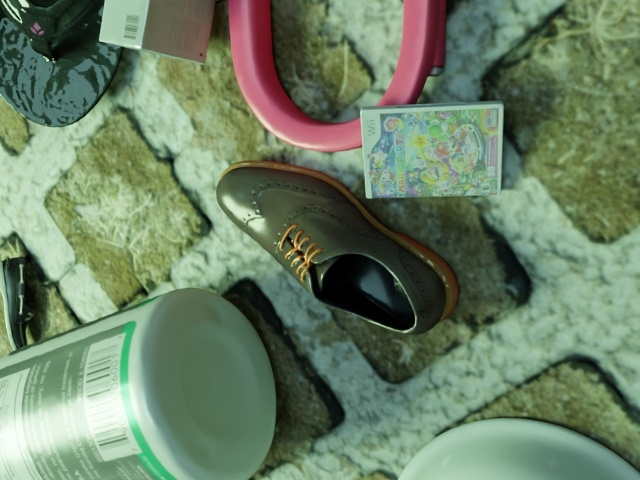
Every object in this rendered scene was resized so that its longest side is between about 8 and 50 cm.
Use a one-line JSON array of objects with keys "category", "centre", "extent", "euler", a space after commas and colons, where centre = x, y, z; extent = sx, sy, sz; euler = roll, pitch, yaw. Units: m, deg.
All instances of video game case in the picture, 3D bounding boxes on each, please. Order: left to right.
[{"category": "video game case", "centre": [0.099, -0.079, 0.660], "extent": [0.122, 0.011, 0.087], "euler": [-1, 121, 9]}]

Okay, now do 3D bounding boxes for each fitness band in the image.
[{"category": "fitness band", "centre": [0.011, -0.228, 0.690], "extent": [0.209, 0.054, 0.290], "euler": [4, 101, 28]}]

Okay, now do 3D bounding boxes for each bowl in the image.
[{"category": "bowl", "centre": [0.175, 0.324, 0.671], "extent": [0.298, 0.134, 0.297], "euler": [5, 102, 26]}]

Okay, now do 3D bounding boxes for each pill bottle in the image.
[{"category": "pill bottle", "centre": [-0.246, 0.193, 0.810], "extent": [0.361, 0.204, 0.204], "euler": [-20, 91, 28]}]

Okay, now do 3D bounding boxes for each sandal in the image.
[{"category": "sandal", "centre": [-0.266, -0.330, 0.738], "extent": [0.168, 0.107, 0.445], "euler": [12, 107, -7]}]

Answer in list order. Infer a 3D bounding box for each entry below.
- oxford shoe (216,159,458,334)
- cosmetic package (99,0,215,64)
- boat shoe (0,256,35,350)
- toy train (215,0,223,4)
[{"category": "oxford shoe", "centre": [0.000, 0.000, 0.710], "extent": [0.271, 0.098, 0.097], "euler": [28, 111, 19]}, {"category": "cosmetic package", "centre": [-0.140, -0.297, 0.706], "extent": [0.060, 0.099, 0.239], "euler": [16, 100, 28]}, {"category": "boat shoe", "centre": [-0.384, 0.082, 0.948], "extent": [0.046, 0.038, 0.125], "euler": [-170, 71, -69]}, {"category": "toy train", "centre": [-0.131, -0.245, 0.773], "extent": [0.083, 0.017, 0.023], "euler": [-18, 102, 28]}]
